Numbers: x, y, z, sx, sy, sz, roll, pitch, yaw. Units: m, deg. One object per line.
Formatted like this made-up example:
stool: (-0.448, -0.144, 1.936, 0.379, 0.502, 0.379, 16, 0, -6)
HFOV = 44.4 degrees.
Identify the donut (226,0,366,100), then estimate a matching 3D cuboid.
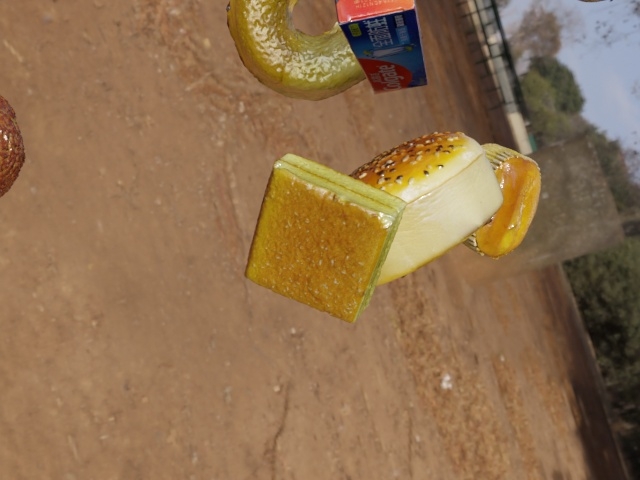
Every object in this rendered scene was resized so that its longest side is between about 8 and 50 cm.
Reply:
donut: (-0.044, -0.295, 1.167, 0.259, 0.152, 0.101, 40, 8, -14)

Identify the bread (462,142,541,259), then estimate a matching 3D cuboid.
bread: (0.312, -0.066, 1.379, 0.114, 0.132, 0.190, 35, -68, 53)

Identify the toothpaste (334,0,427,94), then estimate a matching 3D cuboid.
toothpaste: (0.075, -0.234, 0.886, 0.320, 0.076, 0.066, 12, 70, -79)

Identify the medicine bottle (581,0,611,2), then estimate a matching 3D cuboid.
medicine bottle: (0.166, -0.308, 0.589, 0.252, 0.144, 0.144, 31, 31, -22)

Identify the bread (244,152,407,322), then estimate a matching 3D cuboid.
bread: (0.000, 0.000, 0.528, 0.035, 0.090, 0.094, -52, 164, -55)

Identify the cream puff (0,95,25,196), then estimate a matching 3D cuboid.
cream puff: (-0.848, -0.233, 1.919, 0.350, 0.229, 0.350, -176, -90, -84)

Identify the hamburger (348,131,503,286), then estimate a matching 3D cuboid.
hamburger: (0.130, -0.054, 1.201, 0.176, 0.300, 0.300, 60, 13, -1)
